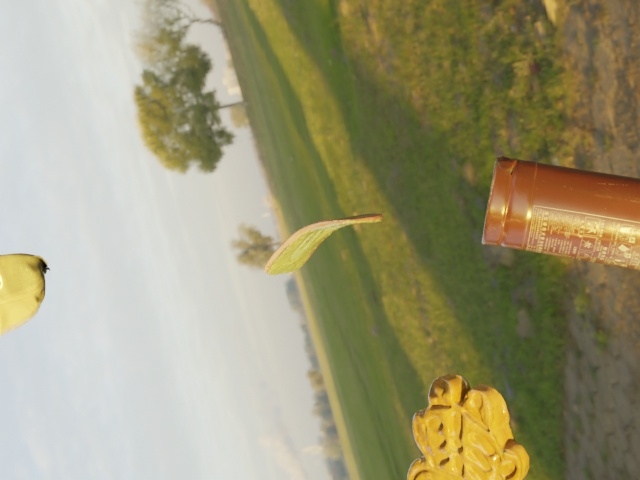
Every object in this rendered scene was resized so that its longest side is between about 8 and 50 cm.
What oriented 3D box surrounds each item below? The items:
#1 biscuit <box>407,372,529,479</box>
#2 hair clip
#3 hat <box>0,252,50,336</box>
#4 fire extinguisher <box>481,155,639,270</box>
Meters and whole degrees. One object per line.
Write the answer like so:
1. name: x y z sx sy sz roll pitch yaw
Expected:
1. biscuit: 0.187 0.309 1.142 0.202 0.044 0.289 21 123 45
2. hair clip: -0.001 -0.001 0.807 0.137 0.054 0.022 -32 75 48
3. hat: -0.571 0.148 1.630 0.219 0.164 0.226 -37 54 56
4. fire extinguisher: 0.304 -0.018 0.914 0.105 0.268 0.105 9 -90 -80
